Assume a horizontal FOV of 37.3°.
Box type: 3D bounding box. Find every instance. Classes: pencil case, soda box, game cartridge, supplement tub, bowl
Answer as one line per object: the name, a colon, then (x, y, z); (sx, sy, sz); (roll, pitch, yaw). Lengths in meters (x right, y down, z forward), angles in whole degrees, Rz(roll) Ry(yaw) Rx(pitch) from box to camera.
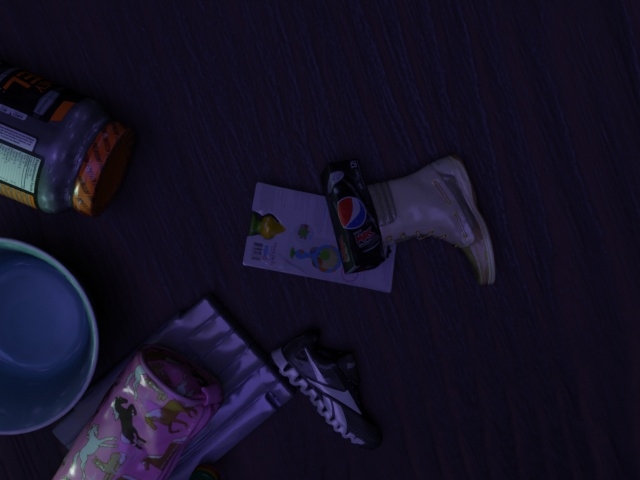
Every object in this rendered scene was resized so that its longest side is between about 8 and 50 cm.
pencil case: (-0.306, 0.348, 1.480); (0.167, 0.160, 0.386); (30, 99, -13)
soda box: (0.049, -0.037, 1.465); (0.053, 0.060, 0.168); (-11, 77, -17)
game cartridge: (-0.245, 0.276, 1.572); (0.355, 0.068, 0.230); (-40, 89, 9)
supplement tub: (-0.462, -0.163, 1.460); (0.316, 0.193, 0.193); (23, 99, 0)
bowl: (-0.483, 0.137, 1.518); (0.312, 0.163, 0.311); (1, 97, 5)

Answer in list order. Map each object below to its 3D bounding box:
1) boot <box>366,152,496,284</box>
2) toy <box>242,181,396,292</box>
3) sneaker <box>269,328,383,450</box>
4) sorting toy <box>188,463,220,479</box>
boot: (0.172, -0.011, 1.476); (0.165, 0.077, 0.213); (-20, 90, -5)
toy: (0.000, 0.000, 1.504); (0.237, 0.056, 0.136); (12, 73, -13)
sneaker: (0.031, 0.236, 1.534); (0.106, 0.078, 0.234); (-44, 90, 11)
sorting toy: (-0.178, 0.490, 1.588); (0.132, 0.046, 0.274); (22, 119, 3)
